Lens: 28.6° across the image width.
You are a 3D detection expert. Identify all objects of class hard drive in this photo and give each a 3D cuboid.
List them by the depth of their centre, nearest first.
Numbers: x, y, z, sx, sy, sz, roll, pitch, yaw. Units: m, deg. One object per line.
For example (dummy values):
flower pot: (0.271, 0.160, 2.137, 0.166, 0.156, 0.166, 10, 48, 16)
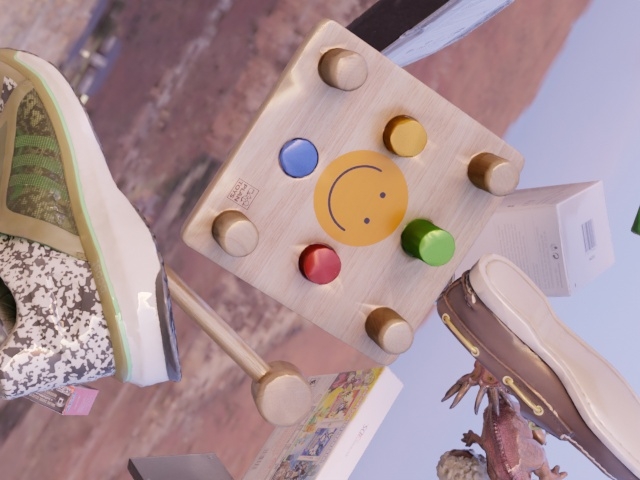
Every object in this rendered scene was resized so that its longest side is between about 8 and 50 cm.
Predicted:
hard drive: (0.165, -0.305, 1.591, 0.237, 0.064, 0.339, -26, 177, -38)
hard drive: (-0.195, 0.337, 1.782, 0.094, 0.135, 0.022, 42, -56, 51)

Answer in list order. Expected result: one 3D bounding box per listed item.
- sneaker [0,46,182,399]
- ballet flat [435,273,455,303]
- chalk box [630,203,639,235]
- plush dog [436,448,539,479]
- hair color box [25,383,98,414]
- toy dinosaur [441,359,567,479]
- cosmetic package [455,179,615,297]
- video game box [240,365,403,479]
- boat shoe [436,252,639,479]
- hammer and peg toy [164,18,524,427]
sneaker: (-0.271, -0.022, 1.088, 0.182, 0.410, 0.158, -18, 139, -23)
ballet flat: (0.129, -0.020, 1.621, 0.068, 0.072, 0.213, 97, -12, -73)
chalk box: (0.514, -0.102, 1.424, 0.179, 0.180, 0.288, 40, -64, 56)
plush dog: (0.269, 0.478, 1.944, 0.210, 0.262, 0.225, -54, -153, 14)
hair color box: (-0.367, 0.214, 1.773, 0.141, 0.072, 0.043, 68, 46, -82)
toy dinosaur: (0.274, 0.294, 1.859, 0.127, 0.295, 0.200, -25, 140, 3)
cosmetic package: (0.292, 0.001, 1.874, 0.224, 0.225, 0.138, -22, 103, -59)
video game box: (-0.001, 0.267, 1.713, 0.187, 0.048, 0.205, -19, -149, 55)
boat shoe: (0.268, 0.164, 1.466, 0.097, 0.324, 0.116, -44, 176, 34)
hammer and peg toy: (0.000, 0.000, 1.209, 0.361, 0.266, 0.127, -56, -163, 2)
